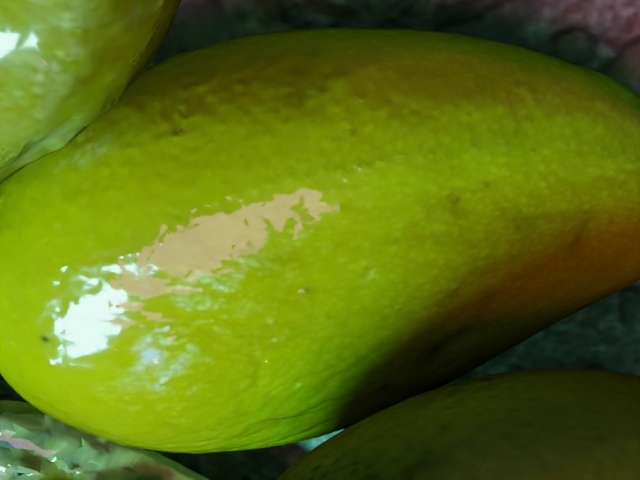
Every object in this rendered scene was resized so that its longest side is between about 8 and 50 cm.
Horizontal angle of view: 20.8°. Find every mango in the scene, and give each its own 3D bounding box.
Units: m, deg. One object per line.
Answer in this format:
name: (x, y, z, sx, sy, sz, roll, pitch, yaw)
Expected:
mango: (0.088, 0.169, 0.717, 0.263, 0.221, 0.378, -27, 149, 12)
mango: (0.000, 0.000, 0.683, 0.316, 0.119, 0.176, -11, 128, 0)

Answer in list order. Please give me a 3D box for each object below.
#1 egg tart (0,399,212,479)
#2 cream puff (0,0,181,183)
egg tart: (-0.151, 0.225, 0.852, 0.351, 0.150, 0.352, 1, 133, 1)
cream puff: (-0.183, -0.152, 0.480, 0.327, 0.231, 0.343, -20, 134, 21)
